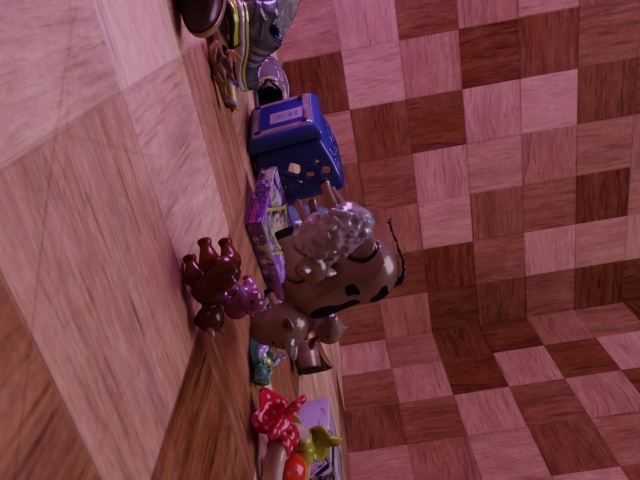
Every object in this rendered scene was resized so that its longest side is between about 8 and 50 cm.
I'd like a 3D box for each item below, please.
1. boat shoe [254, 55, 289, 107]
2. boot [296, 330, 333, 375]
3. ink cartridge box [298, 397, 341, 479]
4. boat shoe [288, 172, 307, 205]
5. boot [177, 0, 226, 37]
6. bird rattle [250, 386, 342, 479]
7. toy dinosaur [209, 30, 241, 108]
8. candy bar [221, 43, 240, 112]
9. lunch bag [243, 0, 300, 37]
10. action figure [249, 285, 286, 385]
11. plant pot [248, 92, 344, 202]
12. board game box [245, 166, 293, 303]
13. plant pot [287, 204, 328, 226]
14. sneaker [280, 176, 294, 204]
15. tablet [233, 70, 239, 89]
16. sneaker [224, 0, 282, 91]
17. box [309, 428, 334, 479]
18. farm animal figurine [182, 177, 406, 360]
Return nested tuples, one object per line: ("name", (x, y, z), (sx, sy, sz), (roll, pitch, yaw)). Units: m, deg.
("boat shoe", (-0.155, -0.463, 1.783), (0.091, 0.109, 0.305), (85, 0, -72))
("boot", (-0.044, 0.295, 1.728), (0.283, 0.109, 0.220), (50, 25, -69))
("ink cartridge box", (-0.002, 0.572, 1.549), (0.160, 0.093, 0.219), (-87, 167, -76))
("boat shoe", (-0.101, -0.182, 2.233), (0.073, 0.073, 0.207), (74, 0, -50))
("boot", (-0.240, -0.480, 0.910), (0.207, 0.090, 0.248), (32, 49, -69))
("bird rattle", (-0.051, 0.401, 1.051), (0.253, 0.143, 0.207), (68, 29, -60))
("toy dinosaur", (-0.214, -0.385, 1.182), (0.112, 0.064, 0.211), (161, -78, -67))
("candy bar", (-0.215, -0.381, 1.335), (0.040, 0.018, 0.161), (-56, 136, -85))
("lunch bag", (-0.161, -0.627, 1.339), (0.305, 0.213, 0.256), (45, 53, -79))
("action figure", (-0.107, 0.213, 1.146), (0.232, 0.064, 0.137), (-86, 170, -60))
("plant pot", (-0.077, -0.263, 1.562), (0.236, 0.236, 0.212), (-94, 168, -49))
("board game box", (-0.111, 0.009, 1.445), (0.208, 0.056, 0.346), (-87, 169, -45))
("plant pot", (0.000, 0.000, 1.929), (0.290, 0.195, 0.290), (165, -90, -85))
("sneaker", (-0.132, -0.182, 1.890), (0.082, 0.069, 0.209), (38, 0, 23))
("tablet", (-0.222, -0.440, 1.477), (0.054, 0.006, 0.083), (-91, 169, -67))
("sneaker", (-0.149, -0.444, 1.301), (0.300, 0.121, 0.111), (111, -34, -75))
("box", (-0.027, 0.489, 1.209), (0.207, 0.114, 0.036), (-90, 169, -73))
("farm animal figurine", (-0.022, 0.083, 0.833), (0.330, 0.327, 0.172), (28, 37, -63))
